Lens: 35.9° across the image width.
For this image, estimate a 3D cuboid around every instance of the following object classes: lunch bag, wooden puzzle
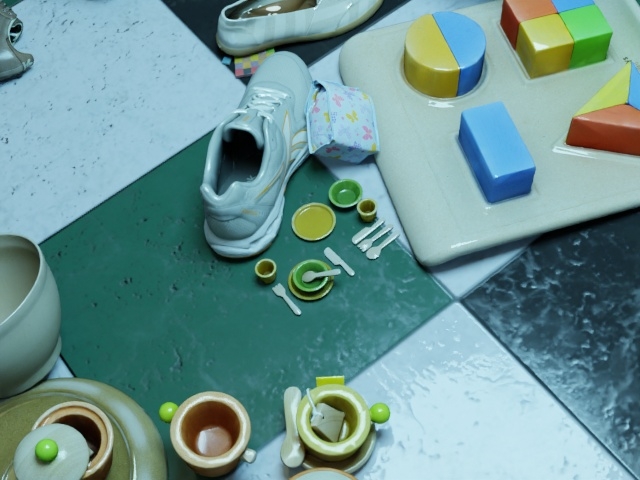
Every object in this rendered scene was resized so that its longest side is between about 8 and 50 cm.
[{"bbox_3d":[0.022,-0.133,1.088,0.071,0.053,0.083,8,69,-37],"label":"lunch bag"},{"bbox_3d":[0.222,-0.159,1.082,0.348,0.080,0.322,-18,59,-3],"label":"wooden puzzle"},{"bbox_3d":[-0.079,-0.221,1.202,0.083,0.006,0.049,-8,58,3],"label":"wooden puzzle"}]

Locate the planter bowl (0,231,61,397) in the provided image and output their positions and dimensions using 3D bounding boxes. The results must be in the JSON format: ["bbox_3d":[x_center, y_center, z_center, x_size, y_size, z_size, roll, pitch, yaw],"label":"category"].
[{"bbox_3d":[-0.324,0.086,0.976,0.162,0.109,0.162,-13,41,11],"label":"planter bowl"}]

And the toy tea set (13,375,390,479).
[{"bbox_3d":[-0.096,0.206,0.854,0.336,0.124,0.200,-4,59,-5],"label":"toy tea set"}]

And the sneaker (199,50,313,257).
[{"bbox_3d":[-0.063,-0.116,1.070,0.099,0.121,0.262,7,60,11],"label":"sneaker"}]

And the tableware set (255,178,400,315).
[{"bbox_3d":[0.000,0.000,1.048,0.154,0.024,0.104,-37,61,-14],"label":"tableware set"}]

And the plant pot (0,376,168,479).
[{"bbox_3d":[-0.263,0.234,0.937,0.236,0.032,0.236,-4,59,6],"label":"plant pot"}]

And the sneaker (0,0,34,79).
[{"bbox_3d":[-0.418,-0.276,1.259,0.071,0.066,0.188,-14,62,-20],"label":"sneaker"}]

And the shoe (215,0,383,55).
[{"bbox_3d":[-0.022,-0.282,1.197,0.219,0.058,0.076,-21,60,-11],"label":"shoe"}]
